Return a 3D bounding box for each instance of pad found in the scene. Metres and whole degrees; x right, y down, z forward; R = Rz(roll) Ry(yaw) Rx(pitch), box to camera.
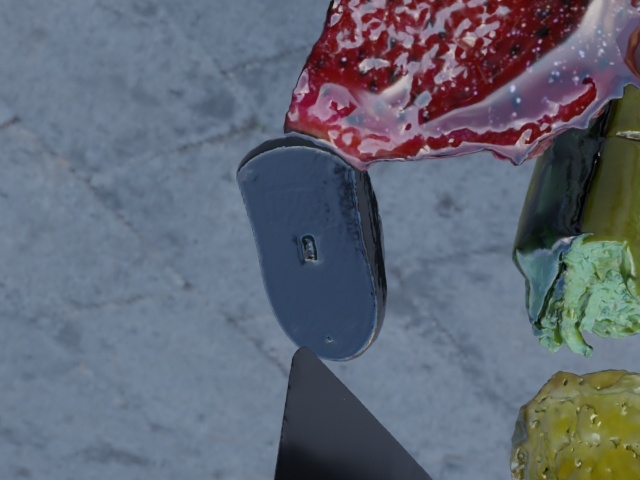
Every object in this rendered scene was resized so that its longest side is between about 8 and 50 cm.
[{"bbox_3d":[0.034,0.211,1.037,0.004,0.181,0.267,-12,139,26],"label":"pad"}]

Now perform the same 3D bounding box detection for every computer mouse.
[{"bbox_3d":[0.000,0.000,1.514,0.138,0.086,0.269,-5,117,16],"label":"computer mouse"}]

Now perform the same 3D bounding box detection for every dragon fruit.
[{"bbox_3d":[0.100,-0.151,0.706,0.163,0.189,0.261,21,105,-7],"label":"dragon fruit"}]

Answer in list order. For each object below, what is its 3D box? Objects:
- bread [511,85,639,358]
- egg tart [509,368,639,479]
[{"bbox_3d":[0.398,-0.050,1.917,0.208,0.376,0.251,1,148,24],"label":"bread"},{"bbox_3d":[0.274,0.237,1.025,0.345,0.132,0.345,25,142,21],"label":"egg tart"}]
